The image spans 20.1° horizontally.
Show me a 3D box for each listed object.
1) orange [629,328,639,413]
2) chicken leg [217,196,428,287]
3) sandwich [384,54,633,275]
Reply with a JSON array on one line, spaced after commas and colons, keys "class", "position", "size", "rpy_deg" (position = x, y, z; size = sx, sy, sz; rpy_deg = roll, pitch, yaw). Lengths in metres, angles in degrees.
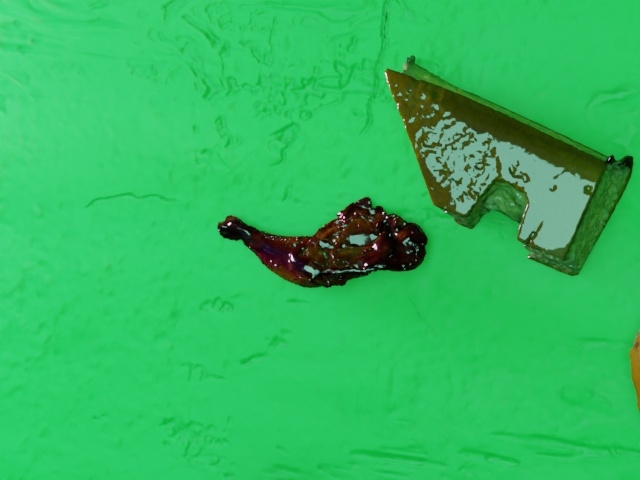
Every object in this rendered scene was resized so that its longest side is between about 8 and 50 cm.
[{"class": "orange", "position": [0.364, 0.117, 1.640], "size": [0.170, 0.112, 0.160], "rpy_deg": [-39, 83, -1]}, {"class": "chicken leg", "position": [0.002, 0.006, 1.741], "size": [0.205, 0.053, 0.093], "rpy_deg": [-5, 68, 5]}, {"class": "sandwich", "position": [0.157, -0.070, 1.670], "size": [0.236, 0.122, 0.128], "rpy_deg": [26, 93, 13]}]
